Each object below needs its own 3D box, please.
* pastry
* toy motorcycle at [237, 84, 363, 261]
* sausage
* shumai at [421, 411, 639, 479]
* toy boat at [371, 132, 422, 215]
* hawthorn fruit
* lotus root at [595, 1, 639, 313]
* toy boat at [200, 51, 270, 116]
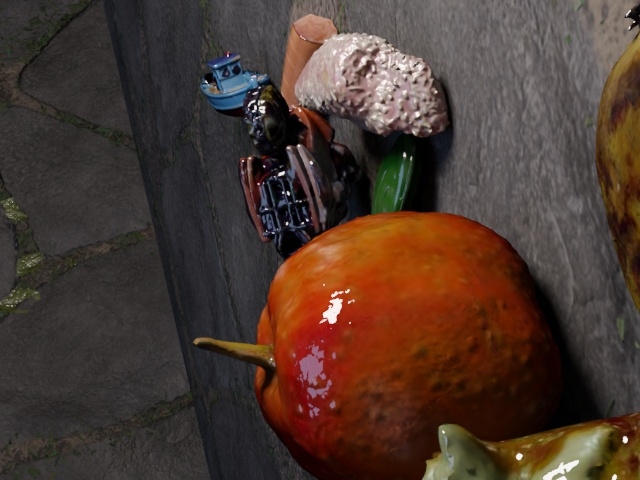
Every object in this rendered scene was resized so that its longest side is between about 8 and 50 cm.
[{"bbox_3d":[0.040,-0.178,1.150,0.265,0.112,0.103,29,108,64],"label":"pastry"},{"bbox_3d":[0.000,0.000,1.286,0.207,0.134,0.401,-25,-79,-65],"label":"toy motorcycle"},{"bbox_3d":[-0.018,-0.221,1.384,0.169,0.065,0.065,103,151,-48],"label":"sausage"},{"bbox_3d":[0.181,0.277,0.691,0.397,0.324,0.323,114,157,-51],"label":"shumai"},{"bbox_3d":[0.085,-0.030,1.177,0.104,0.052,0.210,-90,5,-55],"label":"toy boat"},{"bbox_3d":[0.045,0.103,0.935,0.287,0.330,0.287,-176,90,-70],"label":"hawthorn fruit"},{"bbox_3d":[0.242,-0.021,0.577,0.169,0.141,0.314,166,93,-68],"label":"lotus root"},{"bbox_3d":[-0.135,-0.256,1.650,0.223,0.100,0.097,29,140,65],"label":"toy boat"}]
